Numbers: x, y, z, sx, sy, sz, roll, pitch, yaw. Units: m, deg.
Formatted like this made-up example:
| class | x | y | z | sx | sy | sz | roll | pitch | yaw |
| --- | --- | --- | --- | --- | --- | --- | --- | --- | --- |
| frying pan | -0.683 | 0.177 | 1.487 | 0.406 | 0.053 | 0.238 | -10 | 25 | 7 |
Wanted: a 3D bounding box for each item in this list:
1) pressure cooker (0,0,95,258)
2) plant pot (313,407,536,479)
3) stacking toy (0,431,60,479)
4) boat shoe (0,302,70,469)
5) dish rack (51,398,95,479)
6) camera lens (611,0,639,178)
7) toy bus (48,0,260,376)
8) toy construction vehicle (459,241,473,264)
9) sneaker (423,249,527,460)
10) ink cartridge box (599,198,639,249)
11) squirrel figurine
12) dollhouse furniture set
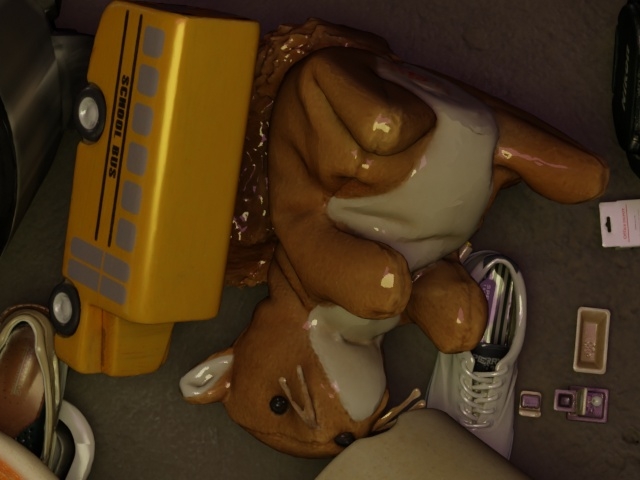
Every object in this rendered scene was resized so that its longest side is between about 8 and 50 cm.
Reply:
| class | x | y | z | sx | sy | sz | roll | pitch | yaw |
| --- | --- | --- | --- | --- | --- | --- | --- | --- | --- |
| pressure cooker | -0.414 | -0.123 | 1.437 | 0.370 | 0.420 | 0.375 | 40 | 107 | -14 |
| plant pot | 0.133 | 0.325 | 1.395 | 0.334 | 0.334 | 0.305 | -43 | 61 | -5 |
| stacking toy | -0.416 | 0.350 | 1.210 | 0.350 | 0.480 | 0.350 | 7 | 103 | 32 |
| boat shoe | -0.302 | 0.206 | 1.462 | 0.113 | 0.103 | 0.302 | 9 | 84 | 0 |
| dish rack | -0.409 | 0.241 | 1.547 | 0.333 | 0.072 | 0.285 | 23 | 84 | 3 |
| camera lens | 0.428 | -0.158 | 1.524 | 0.274 | 0.219 | 0.219 | -1 | 83 | 0 |
| toy bus | -0.146 | -0.040 | 1.391 | 0.130 | 0.108 | 0.332 | 21 | 107 | 44 |
| toy construction vehicle | 0.110 | 0.017 | 1.579 | 0.098 | 0.035 | 0.086 | 32 | 90 | 46 |
| sneaker | 0.149 | 0.135 | 1.549 | 0.094 | 0.091 | 0.258 | 4 | 84 | 0 |
| ink cartridge box | 0.322 | -0.016 | 1.601 | 0.083 | 0.028 | 0.048 | -3 | 82 | -1 |
| squirrel figurine | 0.000 | 0.000 | 1.502 | 0.397 | 0.281 | 0.370 | 40 | 114 | 42 |
| dollhouse furniture set | 0.247 | 0.119 | 1.557 | 0.091 | 0.081 | 0.114 | 6 | 83 | 1 |
